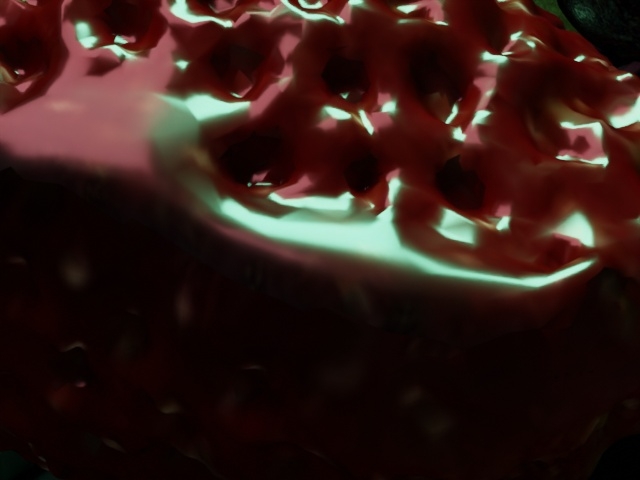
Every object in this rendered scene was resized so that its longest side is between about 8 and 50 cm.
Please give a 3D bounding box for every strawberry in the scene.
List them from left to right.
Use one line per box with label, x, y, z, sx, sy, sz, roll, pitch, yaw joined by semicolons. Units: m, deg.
strawberry;0.000;0.000;0.562;0.317;0.295;0.345;-14;34;-43

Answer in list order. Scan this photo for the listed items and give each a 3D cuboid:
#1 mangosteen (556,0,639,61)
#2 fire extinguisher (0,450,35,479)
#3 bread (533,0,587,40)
mangosteen;0.294;-0.240;1.094;0.216;0.216;0.216;-25;11;5
fire extinguisher;-0.176;0.088;0.876;0.311;0.095;0.114;-32;43;-33
bread;0.158;-0.222;1.295;0.417;0.113;0.165;-12;7;3
